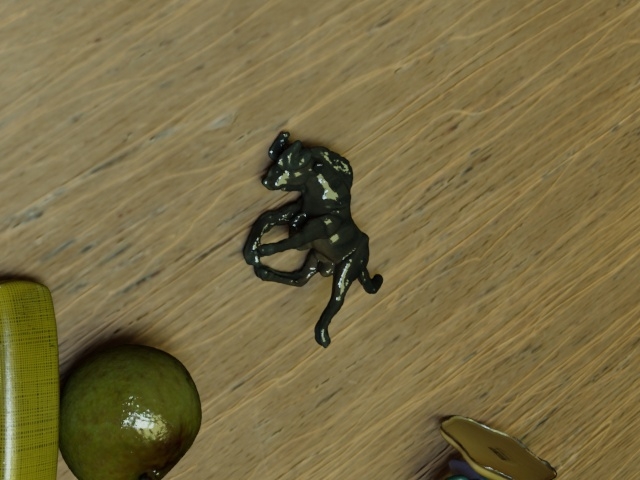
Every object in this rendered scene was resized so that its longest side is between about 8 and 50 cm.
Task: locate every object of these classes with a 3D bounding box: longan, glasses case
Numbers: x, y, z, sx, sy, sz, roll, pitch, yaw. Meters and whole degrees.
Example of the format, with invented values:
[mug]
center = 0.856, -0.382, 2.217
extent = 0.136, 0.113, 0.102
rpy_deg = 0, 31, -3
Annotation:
[longan]
center = -0.186, 0.186, 1.200
extent = 0.145, 0.176, 0.154
rpy_deg = -18, 146, -18
[glasses case]
center = -0.287, 0.154, 1.144
extent = 0.079, 0.064, 0.234
rpy_deg = 2, 87, -58

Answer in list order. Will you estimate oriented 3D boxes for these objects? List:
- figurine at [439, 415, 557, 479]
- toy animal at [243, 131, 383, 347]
[figurine]
center = 0.163, 0.372, 1.538
extent = 0.257, 0.181, 0.208
rpy_deg = -67, 168, 12
[toy animal]
center = 0.000, 0.000, 1.292
extent = 0.148, 0.084, 0.232
rpy_deg = -42, 125, -12
